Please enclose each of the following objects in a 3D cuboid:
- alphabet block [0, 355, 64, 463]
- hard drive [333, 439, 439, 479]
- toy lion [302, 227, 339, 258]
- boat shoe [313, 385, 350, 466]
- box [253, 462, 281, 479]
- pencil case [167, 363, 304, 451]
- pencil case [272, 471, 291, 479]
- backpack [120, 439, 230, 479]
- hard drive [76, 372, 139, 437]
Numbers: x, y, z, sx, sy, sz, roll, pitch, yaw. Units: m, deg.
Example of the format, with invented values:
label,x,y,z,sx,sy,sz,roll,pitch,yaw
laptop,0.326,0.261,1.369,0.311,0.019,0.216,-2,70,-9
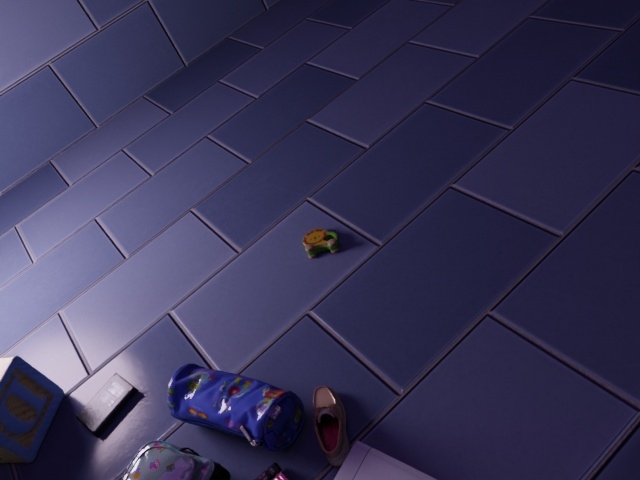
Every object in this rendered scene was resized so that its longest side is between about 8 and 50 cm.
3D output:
label,x,y,z,sx,sy,sz,roll,pitch,yaw
alphabet block,-0.787,0.410,1.347,0.197,0.192,0.193,-10,43,20
hard drive,0.150,0.495,0.884,0.353,0.047,0.233,14,56,36
toy lion,0.000,0.000,1.470,0.100,0.034,0.096,-13,36,15
boat shoe,0.017,0.349,1.088,0.063,0.059,0.170,-24,42,4
box,-0.112,0.452,1.047,0.083,0.067,0.018,-38,72,-13
pencil case,-0.183,0.343,1.151,0.306,0.119,0.133,5,29,33
pencil case,-0.114,0.507,0.980,0.209,0.095,0.098,-40,27,-17
backpack,-0.295,0.474,1.067,0.189,0.144,0.165,5,56,35
hard drive,-0.514,0.394,1.346,0.094,0.022,0.135,19,59,39
